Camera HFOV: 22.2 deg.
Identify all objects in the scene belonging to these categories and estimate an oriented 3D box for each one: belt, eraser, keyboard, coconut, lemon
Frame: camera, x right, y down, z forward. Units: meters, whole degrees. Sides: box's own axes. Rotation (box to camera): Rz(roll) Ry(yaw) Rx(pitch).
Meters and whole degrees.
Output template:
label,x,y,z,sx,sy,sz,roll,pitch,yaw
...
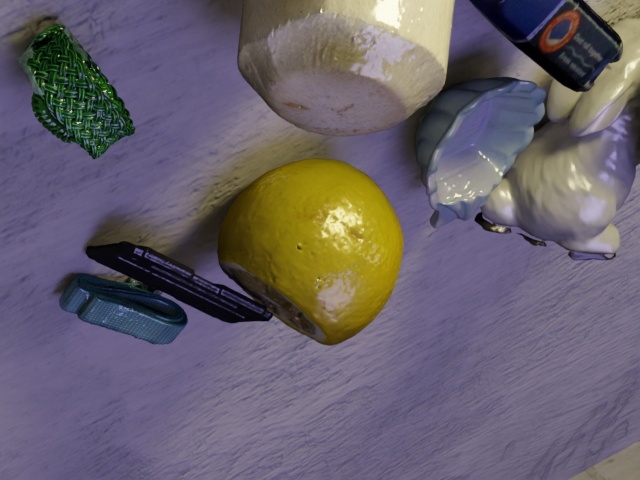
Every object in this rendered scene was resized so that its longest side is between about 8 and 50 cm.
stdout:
label,x,y,z,sx,sy,sz,roll,pitch,yaw
belt,-0.263,-0.152,1.715,0.079,0.121,0.151,-33,140,1
eraser,0.261,-0.302,2.059,0.101,0.155,0.332,-46,149,11
belt,-0.259,0.077,2.122,0.179,0.100,0.065,20,120,-41
keyboard,-0.177,0.056,2.093,0.106,0.016,0.262,-5,155,45
coconut,0.028,-0.259,1.780,0.237,0.266,0.237,8,155,3
lemon,0.000,0.000,2.128,0.219,0.240,0.240,-52,154,-14

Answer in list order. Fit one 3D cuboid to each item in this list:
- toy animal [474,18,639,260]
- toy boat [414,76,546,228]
label,x,y,z,sx,sy,sz,roll,pitch,yaw
toy animal,0.395,-0.159,2.413,0.258,0.194,0.357,-4,126,-30
toy boat,0.206,-0.140,2.286,0.199,0.100,0.290,-22,147,-26
